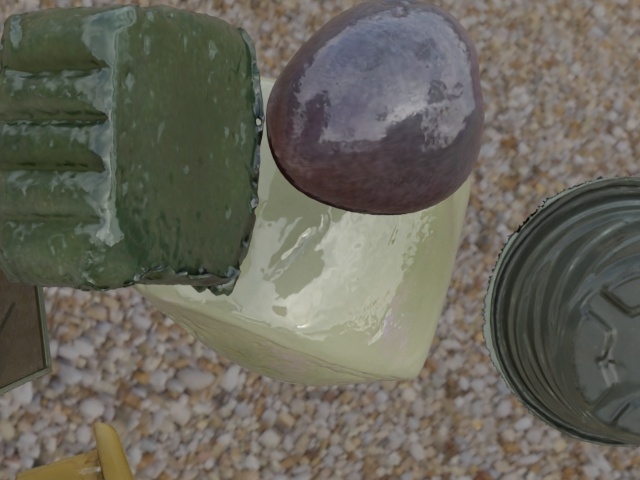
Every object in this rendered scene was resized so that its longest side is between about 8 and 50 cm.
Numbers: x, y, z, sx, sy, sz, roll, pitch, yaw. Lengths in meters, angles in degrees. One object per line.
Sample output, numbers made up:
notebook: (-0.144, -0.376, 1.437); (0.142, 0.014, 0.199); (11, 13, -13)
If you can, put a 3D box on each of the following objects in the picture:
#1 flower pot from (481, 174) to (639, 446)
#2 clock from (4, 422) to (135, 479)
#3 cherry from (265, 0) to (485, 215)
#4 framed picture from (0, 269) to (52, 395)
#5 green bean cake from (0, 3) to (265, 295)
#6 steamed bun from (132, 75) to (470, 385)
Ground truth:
flower pot: (0.246, 0.071, 0.958); (0.235, 0.235, 0.140); (28, 13, -5)
clock: (-0.192, 0.292, 0.837); (0.244, 0.317, 0.200); (-18, 113, -14)
cherry: (0.064, -0.131, 1.231); (0.266, 0.183, 0.213); (-20, 111, -31)
framed picture: (-0.420, 0.109, 1.687); (0.016, 0.250, 0.184); (-6, 93, 8)
green bean cake: (-0.136, -0.066, 0.941); (0.227, 0.125, 0.222); (-4, 95, -59)
steamed bun: (0.000, 0.000, 1.599); (0.456, 0.290, 0.371); (20, 79, -40)
